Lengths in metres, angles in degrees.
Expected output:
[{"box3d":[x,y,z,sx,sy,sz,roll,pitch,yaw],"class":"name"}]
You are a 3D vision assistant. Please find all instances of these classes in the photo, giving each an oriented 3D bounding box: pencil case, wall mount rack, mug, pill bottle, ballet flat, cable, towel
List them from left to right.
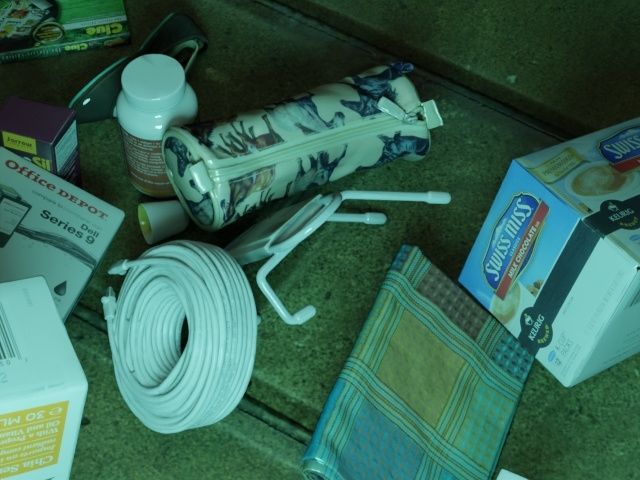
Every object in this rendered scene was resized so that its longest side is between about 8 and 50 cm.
[{"box3d":[-0.277,-0.262,2.209,0.096,0.095,0.280,37,61,9],"class":"ballet flat"},{"box3d":[-0.238,-0.171,2.063,0.121,0.216,0.121,0,54,0],"class":"pill bottle"},{"box3d":[-0.234,-0.038,2.067,0.064,0.062,0.078,-16,62,-21],"class":"mug"},{"box3d":[-0.185,0.127,1.843,0.089,0.257,0.257,7,70,-41],"class":"cable"},{"box3d":[-0.032,-0.140,2.029,0.410,0.183,0.160,-20,88,-26],"class":"pencil case"},{"box3d":[0.000,0.000,1.934,0.304,0.350,0.130,-42,101,-23],"class":"wall mount rack"},{"box3d":[0.138,0.218,1.807,0.271,0.040,0.370,41,54,-20],"class":"towel"}]

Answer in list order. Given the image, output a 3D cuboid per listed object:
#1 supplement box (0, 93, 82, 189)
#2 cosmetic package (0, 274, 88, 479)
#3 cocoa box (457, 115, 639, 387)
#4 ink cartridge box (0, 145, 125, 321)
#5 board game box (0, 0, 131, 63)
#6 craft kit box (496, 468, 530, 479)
[{"box3d":[-0.414,-0.110,2.031,0.104,0.188,0.081,15,47,10],"class":"supplement box"},{"box3d":[-0.420,0.257,1.587,0.230,0.453,0.161,-11,54,-26],"class":"cosmetic package"},{"box3d":[0.405,0.000,1.883,0.347,0.231,0.228,-19,53,-38],"class":"cocoa box"},{"box3d":[-0.425,0.032,1.901,0.211,0.121,0.289,29,41,-6],"class":"ink cartridge box"},{"box3d":[-0.453,-0.363,2.315,0.259,0.030,0.136,-9,53,-7],"class":"board game box"},{"box3d":[0.177,0.429,1.619,0.061,0.250,0.247,24,57,17],"class":"craft kit box"}]
